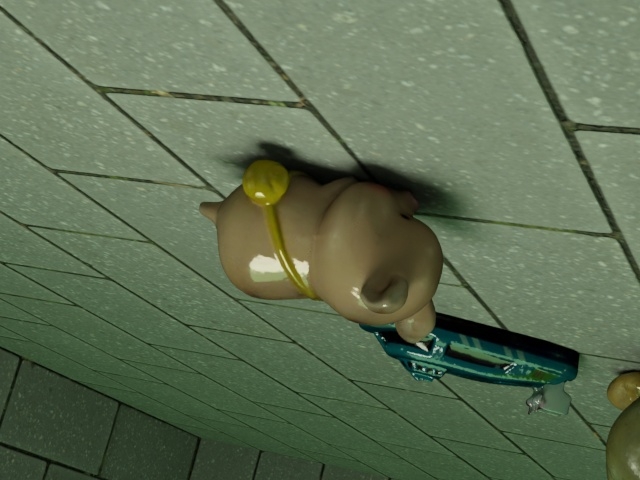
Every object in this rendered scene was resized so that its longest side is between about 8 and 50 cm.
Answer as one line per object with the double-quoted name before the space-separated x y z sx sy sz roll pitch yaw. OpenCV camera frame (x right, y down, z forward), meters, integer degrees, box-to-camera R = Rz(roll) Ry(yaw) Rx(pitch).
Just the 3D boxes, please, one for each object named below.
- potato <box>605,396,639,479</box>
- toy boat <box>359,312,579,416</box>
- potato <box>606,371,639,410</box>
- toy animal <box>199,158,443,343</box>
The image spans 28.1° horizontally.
"potato" 0.500 0.299 1.629 0.221 0.243 0.326 18 166 39
"toy boat" 0.193 0.165 1.728 0.299 0.092 0.134 14 168 2
"potato" 0.425 0.204 1.717 0.068 0.062 0.083 0 146 -14
"toy animal" -0.002 0.001 1.238 0.248 0.149 0.165 20 -177 25
